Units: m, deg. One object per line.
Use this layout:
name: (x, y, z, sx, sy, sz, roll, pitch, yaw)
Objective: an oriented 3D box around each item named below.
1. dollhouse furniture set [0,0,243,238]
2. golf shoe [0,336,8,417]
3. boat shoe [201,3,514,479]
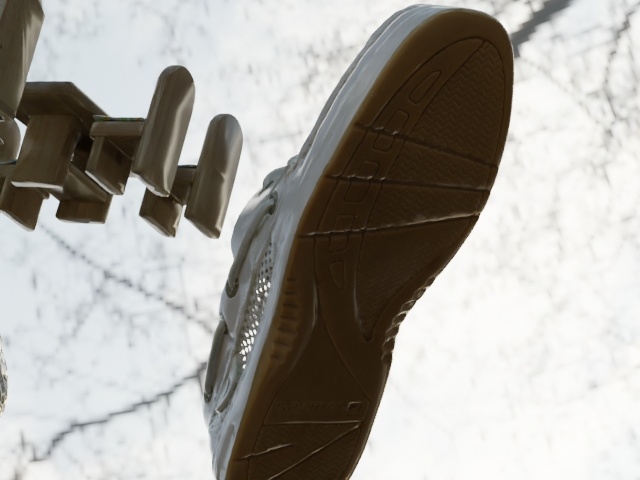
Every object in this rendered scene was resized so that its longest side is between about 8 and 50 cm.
dollhouse furniture set: (-0.195, -0.121, 1.379, 0.212, 0.161, 0.242, 2, -23, 28)
golf shoe: (-0.163, 0.013, 0.390, 0.198, 0.094, 0.077, 18, -80, -13)
boat shoe: (0.000, 0.000, 0.911, 0.098, 0.096, 0.277, 8, -63, -34)
